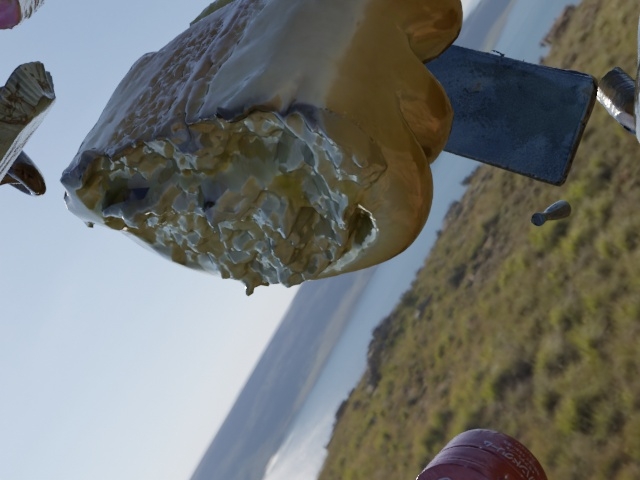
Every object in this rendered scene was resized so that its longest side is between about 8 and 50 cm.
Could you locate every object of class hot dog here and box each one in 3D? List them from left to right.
[{"bbox_3d":[-0.443,-0.127,1.085,0.270,0.082,0.162,-42,16,29],"label":"hot dog"}]

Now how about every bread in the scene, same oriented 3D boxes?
[{"bbox_3d":[-0.029,-0.087,0.668,0.315,0.211,0.270,-11,42,36],"label":"bread"}]

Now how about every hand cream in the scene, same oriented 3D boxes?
[{"bbox_3d":[0.249,0.400,1.276,0.125,0.193,0.193,-30,-25,-52],"label":"hand cream"}]

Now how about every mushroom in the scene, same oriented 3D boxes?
[{"bbox_3d":[-0.720,-0.128,1.717,0.217,0.227,0.148,-47,-3,-21],"label":"mushroom"}]

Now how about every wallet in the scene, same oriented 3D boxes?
[{"bbox_3d":[0.258,-0.230,1.395,0.046,0.379,0.191,-33,-41,-63],"label":"wallet"}]

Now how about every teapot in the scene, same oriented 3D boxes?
[{"bbox_3d":[0.520,-0.058,1.858,0.110,0.043,0.043,-20,-28,-39],"label":"teapot"}]

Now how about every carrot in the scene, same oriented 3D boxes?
[{"bbox_3d":[0.589,-0.267,1.577,0.082,0.082,0.173,-60,32,27],"label":"carrot"}]

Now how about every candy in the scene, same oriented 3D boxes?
[{"bbox_3d":[-0.664,-0.545,1.727,0.265,0.116,0.155,-101,9,-63],"label":"candy"}]

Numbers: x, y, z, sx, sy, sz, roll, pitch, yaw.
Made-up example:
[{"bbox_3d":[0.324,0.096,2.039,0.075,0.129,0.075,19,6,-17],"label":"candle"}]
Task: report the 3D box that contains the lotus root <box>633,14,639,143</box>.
[{"bbox_3d":[0.345,-0.156,0.717,0.119,0.138,0.235,65,-146,-43],"label":"lotus root"}]
